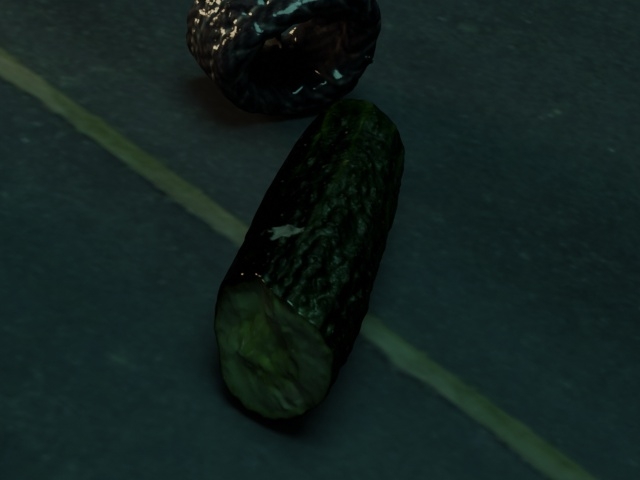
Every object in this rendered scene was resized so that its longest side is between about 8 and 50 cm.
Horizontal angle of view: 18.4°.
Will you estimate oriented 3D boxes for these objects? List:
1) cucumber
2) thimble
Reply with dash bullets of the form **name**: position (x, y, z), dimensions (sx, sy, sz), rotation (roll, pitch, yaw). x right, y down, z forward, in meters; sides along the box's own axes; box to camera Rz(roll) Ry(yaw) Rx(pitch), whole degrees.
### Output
- **cucumber**: position (0.000, -0.001, 1.027), dimensions (0.074, 0.074, 0.241), rotation (17, 33, 3)
- **thimble**: position (-0.021, -0.124, 1.160), dimensions (0.104, 0.095, 0.066), rotation (2, 38, -41)
